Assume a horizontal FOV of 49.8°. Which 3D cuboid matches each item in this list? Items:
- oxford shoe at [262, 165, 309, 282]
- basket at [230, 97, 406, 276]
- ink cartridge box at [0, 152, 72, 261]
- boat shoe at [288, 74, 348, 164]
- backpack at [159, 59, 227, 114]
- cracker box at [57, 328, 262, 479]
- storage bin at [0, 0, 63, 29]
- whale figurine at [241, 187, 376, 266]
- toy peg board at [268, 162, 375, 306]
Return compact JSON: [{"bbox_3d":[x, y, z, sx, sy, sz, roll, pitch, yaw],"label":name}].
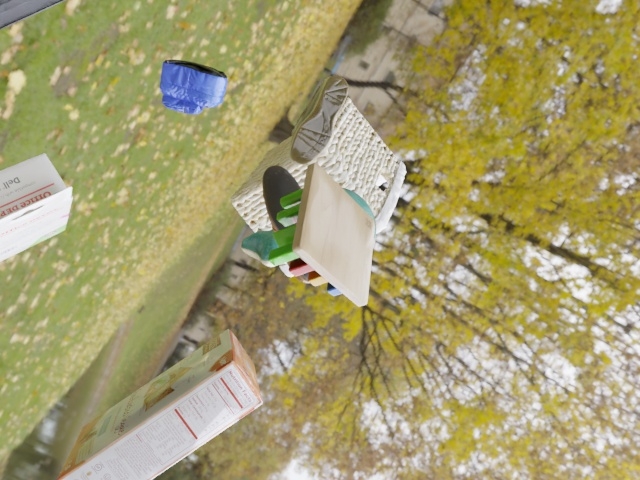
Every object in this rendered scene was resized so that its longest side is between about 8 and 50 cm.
[{"bbox_3d":[-0.058,-0.023,1.183,0.076,0.212,0.076,-19,180,-29],"label":"oxford shoe"},{"bbox_3d":[-0.001,-0.138,1.771,0.331,0.266,0.328,-30,-161,31],"label":"basket"},{"bbox_3d":[-0.661,-0.069,1.485,0.207,0.119,0.353,-31,180,-27],"label":"ink cartridge box"},{"bbox_3d":[-0.008,-0.190,1.092,0.153,0.056,0.048,-66,-155,-1],"label":"boat shoe"},{"bbox_3d":[-0.245,-0.297,1.346,0.098,0.120,0.101,-92,-167,-72],"label":"backpack"},{"bbox_3d":[-0.187,0.212,0.831,0.232,0.067,0.156,-33,-170,-5],"label":"cracker box"},{"bbox_3d":[-0.529,-0.456,1.179,0.180,0.122,0.084,-20,-130,8],"label":"storage bin"},{"bbox_3d":[-0.017,-0.026,1.340,0.216,0.272,0.141,29,-56,50],"label":"whale figurine"},{"bbox_3d":[0.000,0.000,1.030,0.079,0.161,0.161,-20,-135,33],"label":"toy peg board"}]
